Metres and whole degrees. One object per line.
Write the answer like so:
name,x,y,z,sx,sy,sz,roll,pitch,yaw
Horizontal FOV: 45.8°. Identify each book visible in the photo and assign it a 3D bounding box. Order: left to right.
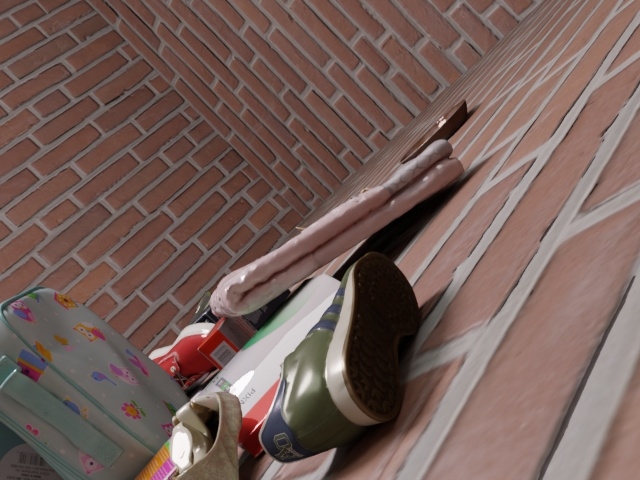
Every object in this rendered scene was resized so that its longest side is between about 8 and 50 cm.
book,-0.175,0.258,0.753,0.144,0.035,0.096,-46,7,-15

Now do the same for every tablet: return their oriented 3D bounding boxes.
tablet,-0.217,0.267,1.275,0.054,0.006,0.083,-45,3,-1

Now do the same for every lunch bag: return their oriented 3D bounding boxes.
lunch bag,-0.284,0.178,0.890,0.108,0.279,0.224,-49,6,6

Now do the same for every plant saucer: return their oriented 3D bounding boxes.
plant saucer,0.217,-0.196,1.423,0.168,0.029,0.168,-44,3,3

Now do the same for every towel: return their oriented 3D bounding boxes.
towel,0.000,0.000,0.967,0.317,0.053,0.332,-33,0,-12

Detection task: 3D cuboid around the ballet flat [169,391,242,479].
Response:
ballet flat,-0.091,0.151,0.592,0.057,0.052,0.168,-42,17,2

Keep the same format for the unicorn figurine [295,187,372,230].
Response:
unicorn figurine,0.040,-0.044,1.554,0.162,0.060,0.111,-29,1,-10

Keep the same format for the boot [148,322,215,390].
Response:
boot,-0.242,0.243,1.252,0.244,0.088,0.176,-33,25,41

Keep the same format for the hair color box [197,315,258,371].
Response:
hair color box,-0.125,0.147,1.086,0.043,0.072,0.141,-45,3,7

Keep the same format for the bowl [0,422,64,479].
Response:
bowl,-0.399,0.300,0.929,0.163,0.311,0.311,-25,15,34

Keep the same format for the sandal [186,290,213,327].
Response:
sandal,-0.216,0.177,1.600,0.303,0.086,0.120,102,-171,-83

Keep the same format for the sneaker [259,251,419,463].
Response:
sneaker,0.009,0.073,0.496,0.086,0.064,0.192,-38,9,21

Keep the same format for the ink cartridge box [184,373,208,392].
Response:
ink cartridge box,-0.279,0.296,1.449,0.189,0.066,0.232,-39,28,54

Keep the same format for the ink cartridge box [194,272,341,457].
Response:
ink cartridge box,-0.033,0.107,0.710,0.181,0.056,0.225,-46,2,-15

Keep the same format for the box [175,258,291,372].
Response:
box,-0.158,0.137,1.374,0.158,0.093,0.156,-49,6,-38
